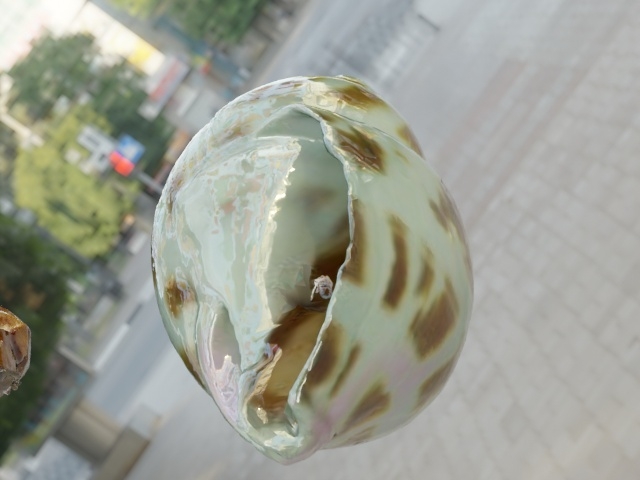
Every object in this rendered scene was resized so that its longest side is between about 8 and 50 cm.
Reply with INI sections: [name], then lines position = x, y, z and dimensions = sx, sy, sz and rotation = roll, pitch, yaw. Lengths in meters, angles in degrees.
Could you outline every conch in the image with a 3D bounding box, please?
[conch]
position = 0.000, 0.001, 1.138
dimensions = 0.249, 0.197, 0.368
rotation = -56, 37, 42

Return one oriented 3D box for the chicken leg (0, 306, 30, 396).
[chicken leg]
position = -0.343, 0.117, 1.180
dimensions = 0.304, 0.093, 0.113
rotation = -24, -9, -11
